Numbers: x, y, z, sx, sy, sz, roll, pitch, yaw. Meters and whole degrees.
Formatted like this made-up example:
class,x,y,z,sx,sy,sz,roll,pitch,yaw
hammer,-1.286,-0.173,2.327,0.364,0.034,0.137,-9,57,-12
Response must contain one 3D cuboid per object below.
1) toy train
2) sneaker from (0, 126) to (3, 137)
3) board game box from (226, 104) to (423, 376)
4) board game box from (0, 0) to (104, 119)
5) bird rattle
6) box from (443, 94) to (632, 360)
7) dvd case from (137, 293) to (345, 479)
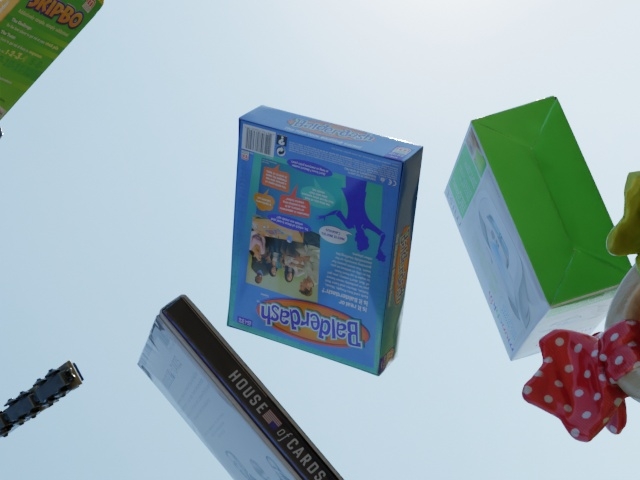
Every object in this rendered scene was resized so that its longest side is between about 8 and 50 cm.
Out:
class,x,y,z,sx,sy,sz,roll,pitch,yaw
toy train,-0.251,0.142,1.174,0.036,0.158,0.027,-21,-99,-47
sneaker,-0.458,-0.134,1.604,0.089,0.170,0.051,-91,-13,-49
board game box,0.000,0.000,1.190,0.047,0.160,0.210,-39,-40,-55
board game box,-0.405,-0.262,1.792,0.259,0.039,0.124,-47,-30,-5
bird rattle,0.297,0.069,1.180,0.143,0.207,0.253,37,-98,-28
box,0.275,-0.011,1.725,0.231,0.127,0.262,103,149,-68
dvd case,-0.045,0.157,0.998,0.029,0.179,0.238,-38,-95,-20
